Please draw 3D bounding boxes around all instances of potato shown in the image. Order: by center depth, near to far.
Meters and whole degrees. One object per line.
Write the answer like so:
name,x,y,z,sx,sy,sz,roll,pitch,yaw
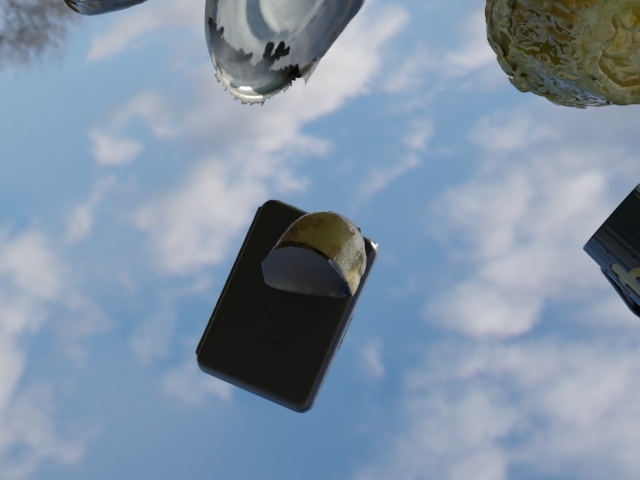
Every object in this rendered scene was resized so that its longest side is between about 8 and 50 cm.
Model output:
potato,0.000,0.000,1.384,0.096,0.066,0.103,9,-138,12

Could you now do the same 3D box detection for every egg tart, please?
egg tart,0.348,-0.261,1.492,0.345,0.345,0.132,-26,-135,7

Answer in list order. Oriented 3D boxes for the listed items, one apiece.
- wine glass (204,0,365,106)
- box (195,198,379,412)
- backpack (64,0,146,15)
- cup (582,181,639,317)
wine glass,-0.101,-0.163,0.628,0.241,0.126,0.126,27,-127,25
box,-0.041,0.078,1.653,0.050,0.160,0.230,97,16,-83
backpack,-0.244,-0.465,1.788,0.378,0.201,0.353,-38,-134,16
cup,0.401,0.028,1.638,0.131,0.155,0.176,-43,170,-29
